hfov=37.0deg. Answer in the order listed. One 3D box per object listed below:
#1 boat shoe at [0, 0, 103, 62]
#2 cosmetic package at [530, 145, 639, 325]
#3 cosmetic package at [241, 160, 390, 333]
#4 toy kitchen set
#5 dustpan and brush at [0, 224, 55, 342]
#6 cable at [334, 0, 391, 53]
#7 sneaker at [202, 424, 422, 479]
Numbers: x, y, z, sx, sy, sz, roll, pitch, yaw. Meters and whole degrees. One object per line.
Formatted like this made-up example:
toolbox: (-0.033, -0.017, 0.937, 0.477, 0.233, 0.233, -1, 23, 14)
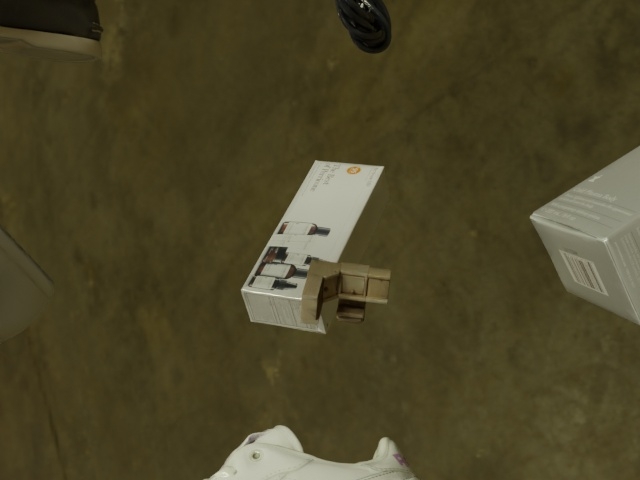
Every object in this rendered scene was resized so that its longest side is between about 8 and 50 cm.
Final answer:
boat shoe: (-0.234, -0.167, 0.632, 0.075, 0.206, 0.065, 4, 89, 40)
cosmetic package: (0.335, -0.034, 0.880, 0.107, 0.238, 0.127, 59, 169, -20)
cosmetic package: (0.000, 0.000, 1.148, 0.099, 0.239, 0.060, 8, 136, 20)
toy kitchen set: (0.025, 0.070, 0.968, 0.075, 0.083, 0.068, -74, -10, -61)
dustpan and brush: (-0.408, 0.093, 1.112, 0.060, 0.147, 0.211, -11, 43, 25)
cable: (0.021, -0.278, 1.004, 0.047, 0.184, 0.150, -19, 63, 18)
sneaker: (-0.066, 0.206, 0.612, 0.114, 0.305, 0.152, 107, 151, -52)
